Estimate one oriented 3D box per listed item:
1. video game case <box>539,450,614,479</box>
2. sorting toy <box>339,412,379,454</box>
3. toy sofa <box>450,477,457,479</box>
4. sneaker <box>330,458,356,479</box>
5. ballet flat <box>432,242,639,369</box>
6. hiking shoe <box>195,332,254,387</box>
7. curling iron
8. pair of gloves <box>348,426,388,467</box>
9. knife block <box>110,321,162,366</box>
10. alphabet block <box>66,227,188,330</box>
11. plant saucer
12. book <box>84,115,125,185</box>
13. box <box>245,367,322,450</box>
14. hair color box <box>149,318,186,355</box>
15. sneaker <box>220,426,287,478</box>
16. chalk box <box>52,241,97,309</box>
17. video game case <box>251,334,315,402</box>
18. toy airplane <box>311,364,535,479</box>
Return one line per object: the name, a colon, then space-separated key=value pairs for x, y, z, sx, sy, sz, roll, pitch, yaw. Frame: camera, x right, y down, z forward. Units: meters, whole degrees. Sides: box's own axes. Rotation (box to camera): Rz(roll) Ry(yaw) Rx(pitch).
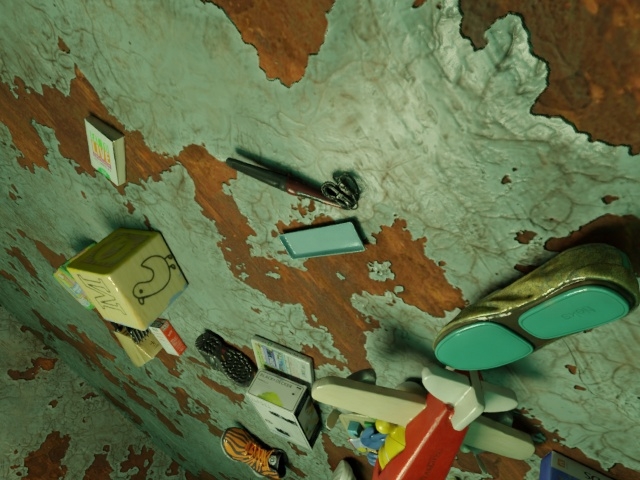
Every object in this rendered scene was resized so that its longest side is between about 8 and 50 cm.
video game case: x=0.547 y=0.593 z=0.798 sx=0.244 sy=0.269 sz=0.061 roll=21 pitch=134 yaw=17
sorting toy: x=0.143 y=0.576 z=1.220 sx=0.195 sy=0.047 sz=0.348 roll=-2 pitch=125 yaw=35
toy sofa: x=0.503 y=0.728 z=1.036 sx=0.362 sy=0.150 sz=0.177 roll=-21 pitch=118 yaw=43
sneaker: x=0.120 y=0.864 z=1.452 sx=0.169 sy=0.108 sz=0.293 roll=24 pitch=146 yaw=12
ballet flat: x=0.315 y=0.111 z=0.653 sx=0.123 sy=0.123 sz=0.348 roll=39 pitch=141 yaw=-1
hiking shoe: x=-0.307 y=0.389 z=1.350 sx=0.227 sy=0.086 sz=0.114 roll=41 pitch=151 yaw=5
curling iron: x=-0.053 y=-0.113 z=0.763 sx=0.273 sy=0.035 sz=0.068 roll=19 pitch=130 yaw=19
pair of gloves: x=0.174 y=0.590 z=1.171 sx=0.159 sy=0.023 sz=0.198 roll=-24 pitch=111 yaw=35
knife block: x=-0.705 y=0.344 z=1.560 sx=0.242 sy=0.088 sz=0.275 roll=47 pitch=137 yaw=-8
alphabet block: x=-0.525 y=0.100 z=1.154 sx=0.193 sy=0.192 sz=0.197 roll=4 pitch=129 yaw=29
plant saucer: x=0.000 y=0.000 z=0.839 sx=0.192 sy=0.018 sz=0.067 roll=-8 pitch=121 yaw=39
book: x=-0.510 y=-0.211 z=0.991 sx=0.096 sy=0.035 sz=0.144 roll=35 pitch=139 yaw=8
box: x=-0.105 y=0.523 z=1.284 sx=0.169 sy=0.087 sz=0.290 roll=14 pitch=140 yaw=24
hair color box: x=-0.543 y=0.344 z=1.483 sx=0.071 sy=0.043 sz=0.141 roll=1 pitch=128 yaw=33
sneaker: x=-0.248 y=0.860 z=1.693 sx=0.180 sy=0.125 sz=0.321 roll=-17 pitch=126 yaw=37
chalk box: x=-0.732 y=0.136 z=1.365 sx=0.132 sy=0.132 sz=0.213 roll=-23 pitch=112 yaw=44
video game case: x=-0.106 y=0.383 z=1.238 sx=0.193 sy=0.023 sz=0.213 roll=16 pitch=134 yaw=22
toy airplane: x=0.217 y=0.373 z=0.874 sx=0.384 sy=0.272 sz=0.386 roll=-25 pitch=105 yaw=4
